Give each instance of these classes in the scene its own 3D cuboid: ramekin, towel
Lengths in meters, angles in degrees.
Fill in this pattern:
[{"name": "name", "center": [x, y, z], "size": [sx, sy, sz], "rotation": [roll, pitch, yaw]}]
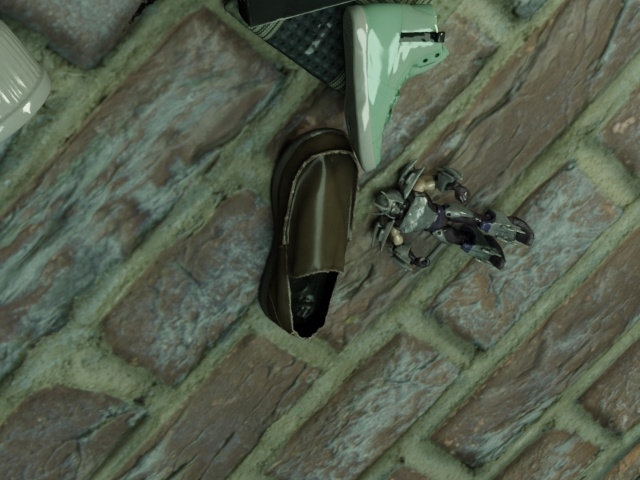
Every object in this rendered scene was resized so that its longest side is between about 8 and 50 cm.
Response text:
[{"name": "ramekin", "center": [-0.444, -0.187, 1.552], "size": [0.207, 0.207, 0.109], "rotation": [-32, 121, -4]}, {"name": "towel", "center": [0.064, -0.376, 1.789], "size": [0.312, 0.056, 0.324], "rotation": [31, 107, -36]}]

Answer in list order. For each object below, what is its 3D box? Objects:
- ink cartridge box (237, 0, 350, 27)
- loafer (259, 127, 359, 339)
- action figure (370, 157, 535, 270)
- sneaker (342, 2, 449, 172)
[{"name": "ink cartridge box", "center": [0.059, -0.415, 1.687], "size": [0.371, 0.069, 0.176], "rotation": [-19, 128, -14]}, {"name": "loafer", "center": [0.000, 0.000, 1.961], "size": [0.133, 0.130, 0.366], "rotation": [-8, 126, -23]}, {"name": "action figure", "center": [0.201, -0.031, 2.069], "size": [0.285, 0.099, 0.185], "rotation": [15, 124, -30]}, {"name": "sneaker", "center": [0.113, -0.217, 1.819], "size": [0.151, 0.094, 0.256], "rotation": [-8, 123, -11]}]
